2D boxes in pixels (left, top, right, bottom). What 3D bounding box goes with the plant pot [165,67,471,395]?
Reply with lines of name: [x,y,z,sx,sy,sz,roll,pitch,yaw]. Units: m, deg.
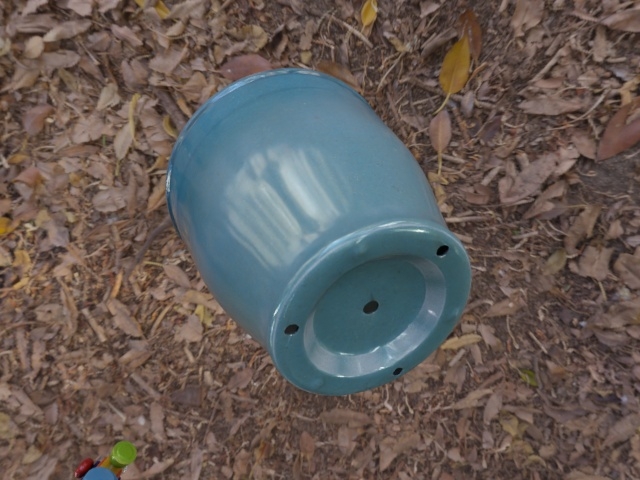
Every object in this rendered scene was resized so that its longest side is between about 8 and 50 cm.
plant pot: [0.000,0.000,0.493,0.272,0.255,0.271,-12,127,-17]

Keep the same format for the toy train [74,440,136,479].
toy train: [-0.413,0.448,0.984,0.105,0.248,0.143,40,111,-2]
